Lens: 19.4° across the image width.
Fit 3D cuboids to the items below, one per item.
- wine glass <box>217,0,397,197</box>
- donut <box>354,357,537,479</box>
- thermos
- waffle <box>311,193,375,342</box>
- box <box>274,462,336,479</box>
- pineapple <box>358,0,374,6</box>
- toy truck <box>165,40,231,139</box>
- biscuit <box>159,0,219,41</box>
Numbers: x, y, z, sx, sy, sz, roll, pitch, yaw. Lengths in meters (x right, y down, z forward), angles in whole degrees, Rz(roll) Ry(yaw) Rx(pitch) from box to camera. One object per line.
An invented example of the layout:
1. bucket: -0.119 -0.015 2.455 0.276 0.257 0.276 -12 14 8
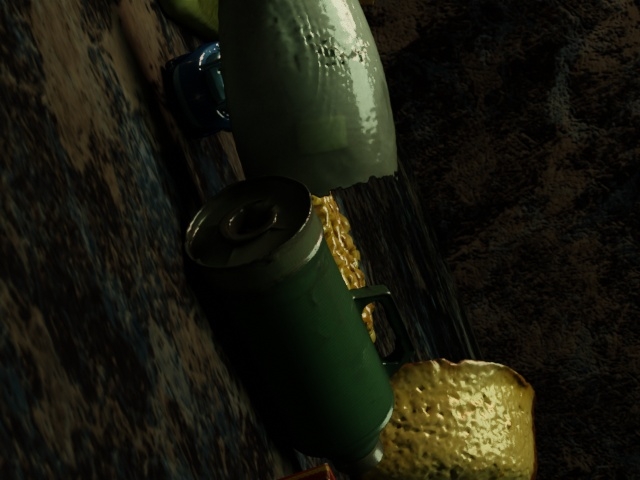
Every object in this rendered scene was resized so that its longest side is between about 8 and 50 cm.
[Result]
1. wine glass: -0.037 -0.169 0.966 0.264 0.096 0.310 -42 120 -83
2. donut: 0.090 0.155 1.348 0.217 0.141 0.085 49 29 -60
3. thermos: -0.006 0.054 1.046 0.083 0.073 0.188 -49 134 -30
4. waffle: -0.002 -0.005 1.421 0.191 0.038 0.191 -20 90 -83
5. box: -0.014 0.140 0.841 0.082 0.051 0.023 -100 169 -58
6. pineapple: -0.022 -0.280 1.464 0.277 0.130 0.119 56 -5 50
7. toy truck: -0.041 -0.100 1.128 0.073 0.090 0.056 -24 95 -56
8. biscuit: -0.081 -0.192 1.355 0.322 0.038 0.099 -3 76 -83
